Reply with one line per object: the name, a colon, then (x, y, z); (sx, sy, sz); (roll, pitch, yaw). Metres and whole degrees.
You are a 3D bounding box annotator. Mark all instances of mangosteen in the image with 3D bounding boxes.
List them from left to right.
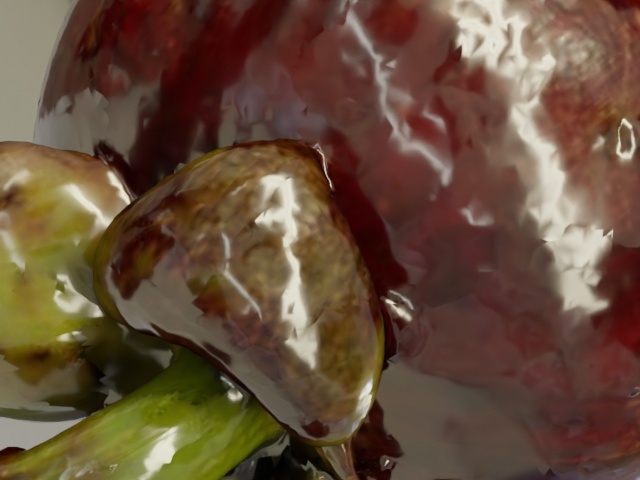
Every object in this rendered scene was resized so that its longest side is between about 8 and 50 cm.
mangosteen: (0.000, 0.000, 0.506); (0.257, 0.215, 0.215); (-32, 88, -29)
